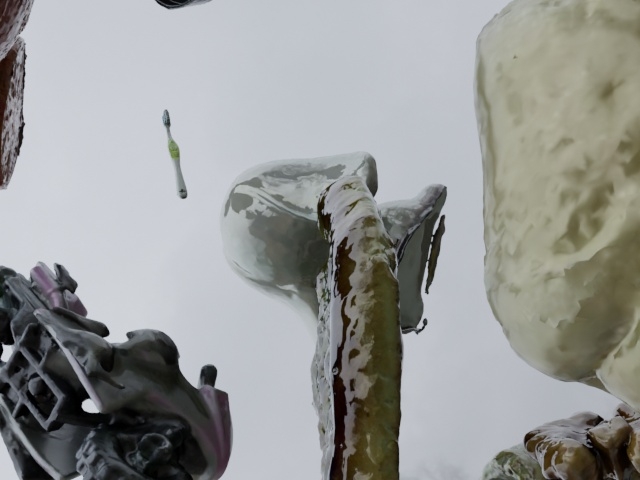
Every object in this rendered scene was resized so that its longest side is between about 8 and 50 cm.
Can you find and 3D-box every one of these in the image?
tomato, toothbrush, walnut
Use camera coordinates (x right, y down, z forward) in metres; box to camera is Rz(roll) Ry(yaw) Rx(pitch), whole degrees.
[{"bbox_3d":[-0.499,-0.193,1.564,0.237,0.095,0.236,-171,90,-81],"label":"tomato"},{"bbox_3d":[-0.278,-0.162,1.988,0.022,0.263,0.026,-3,-46,-16],"label":"toothbrush"},{"bbox_3d":[0.250,0.182,0.907,0.170,0.143,0.069,0,-106,-74],"label":"walnut"}]

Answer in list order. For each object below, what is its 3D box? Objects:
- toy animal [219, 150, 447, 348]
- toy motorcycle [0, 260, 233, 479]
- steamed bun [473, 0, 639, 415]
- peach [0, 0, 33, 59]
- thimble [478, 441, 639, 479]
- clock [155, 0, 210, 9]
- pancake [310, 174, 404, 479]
[{"bbox_3d":[0.010,0.017,1.304,0.174,0.289,0.249,-24,-72,-57],"label":"toy animal"},{"bbox_3d":[-0.197,0.126,0.932,0.188,0.327,0.143,7,-61,-55],"label":"toy motorcycle"},{"bbox_3d":[0.256,-0.055,0.576,0.372,0.324,0.230,-13,-23,-41],"label":"steamed bun"},{"bbox_3d":[-0.511,-0.340,1.299,0.339,0.416,0.353,-5,-94,-25],"label":"peach"},{"bbox_3d":[0.251,0.287,1.097,0.144,0.137,0.190,-14,-55,-27],"label":"thimble"},{"bbox_3d":[-0.167,-0.374,1.272,0.040,0.184,0.184,-12,-58,-41],"label":"clock"},{"bbox_3d":[0.017,0.107,1.002,0.304,0.067,0.426,112,160,-58],"label":"pancake"}]
